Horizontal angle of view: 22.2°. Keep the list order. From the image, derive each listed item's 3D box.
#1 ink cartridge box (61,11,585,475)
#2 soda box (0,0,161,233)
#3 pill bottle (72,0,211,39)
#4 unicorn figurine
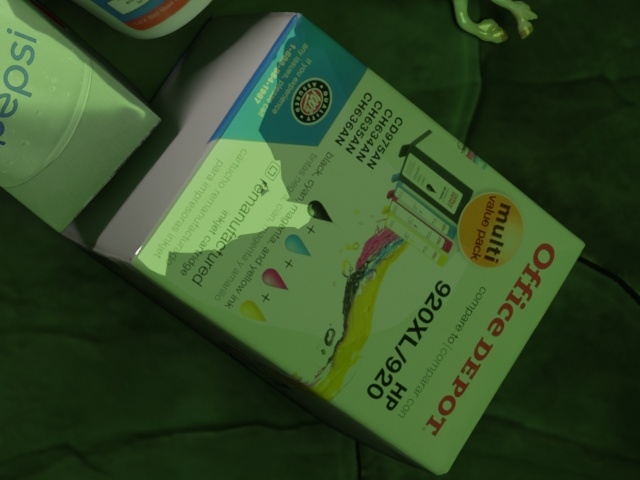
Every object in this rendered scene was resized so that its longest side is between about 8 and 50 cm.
[{"bbox_3d":[0.000,0.000,0.982,0.233,0.168,0.171,37,81,-22],"label":"ink cartridge box"},{"bbox_3d":[-0.227,-0.133,0.908,0.286,0.098,0.091,41,93,-21],"label":"soda box"},{"bbox_3d":[-0.151,-0.214,0.894,0.221,0.124,0.124,32,83,-39],"label":"pill bottle"},{"bbox_3d":[0.106,-0.184,1.069,0.111,0.060,0.162,43,64,-20],"label":"unicorn figurine"}]
